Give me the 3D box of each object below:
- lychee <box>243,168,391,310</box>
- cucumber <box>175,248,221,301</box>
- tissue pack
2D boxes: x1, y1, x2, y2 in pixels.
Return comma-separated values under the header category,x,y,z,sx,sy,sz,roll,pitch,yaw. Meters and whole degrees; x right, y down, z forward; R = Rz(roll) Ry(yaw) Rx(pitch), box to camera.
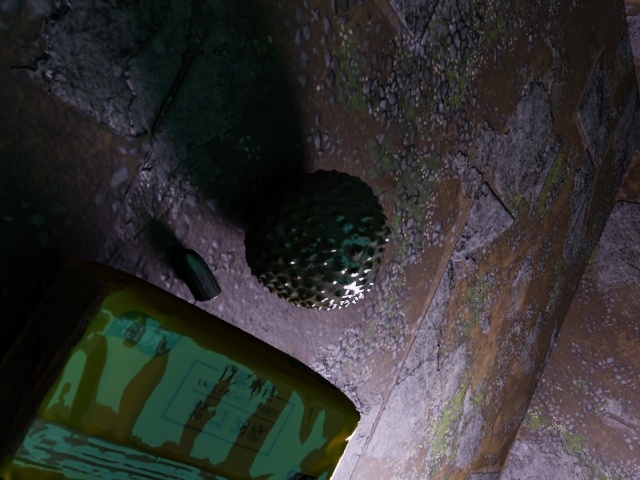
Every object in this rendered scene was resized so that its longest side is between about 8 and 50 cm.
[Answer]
category,x,y,z,sx,sy,sz,roll,pitch,yaw
lychee,0.000,0.000,0.866,0.274,0.255,0.255,-9,116,-10
cucumber,-0.208,0.053,0.800,0.048,0.048,0.105,-40,126,-28
tissue pack,-0.185,0.204,0.631,0.382,0.293,0.228,37,73,-31
